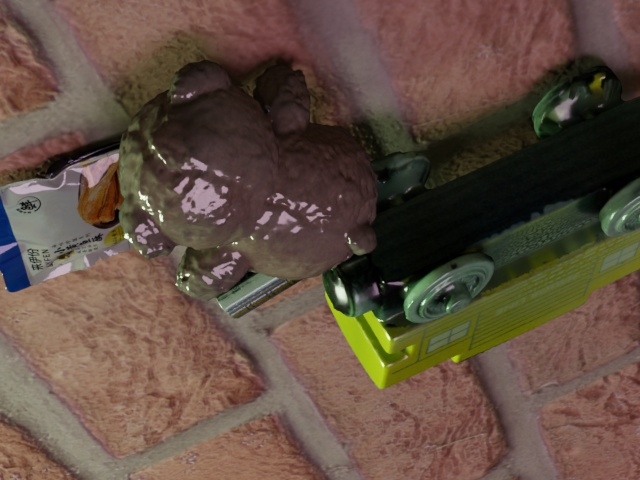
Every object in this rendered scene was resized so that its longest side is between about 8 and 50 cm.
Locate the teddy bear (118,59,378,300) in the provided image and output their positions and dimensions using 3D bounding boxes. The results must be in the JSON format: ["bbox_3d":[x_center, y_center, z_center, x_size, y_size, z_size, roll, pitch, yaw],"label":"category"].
[{"bbox_3d":[-0.071,-0.053,1.822,0.267,0.151,0.236,16,97,-33],"label":"teddy bear"}]

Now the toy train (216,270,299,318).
[{"bbox_3d":[0.000,-0.001,2.063,0.252,0.048,0.055,-32,150,12],"label":"toy train"}]

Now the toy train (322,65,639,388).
[{"bbox_3d":[0.194,-0.006,2.041,0.442,0.179,0.272,-23,155,-17],"label":"toy train"}]

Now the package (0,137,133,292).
[{"bbox_3d":[-0.238,-0.024,1.890,0.173,0.027,0.171,-22,148,-10],"label":"package"}]
